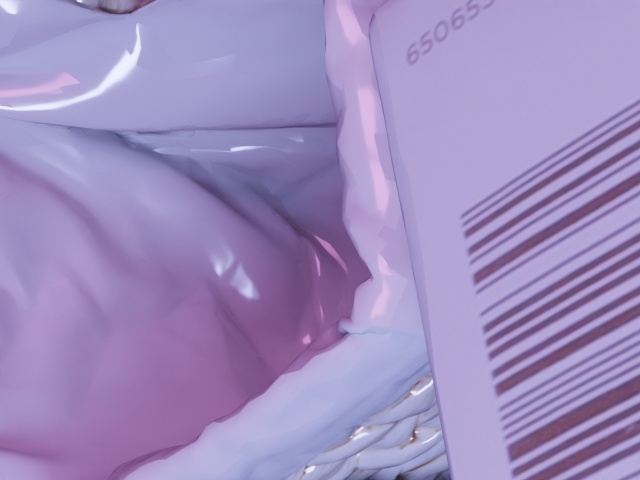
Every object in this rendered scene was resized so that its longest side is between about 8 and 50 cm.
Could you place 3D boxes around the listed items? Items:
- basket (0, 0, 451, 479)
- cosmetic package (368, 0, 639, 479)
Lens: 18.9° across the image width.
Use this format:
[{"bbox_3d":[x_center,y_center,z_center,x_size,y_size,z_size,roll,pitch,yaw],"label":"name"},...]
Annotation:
[{"bbox_3d":[0.000,0.000,0.850,0.328,0.266,0.331,-38,49,37],"label":"basket"},{"bbox_3d":[0.278,0.042,0.573,0.327,0.393,0.329,-34,52,33],"label":"cosmetic package"}]
